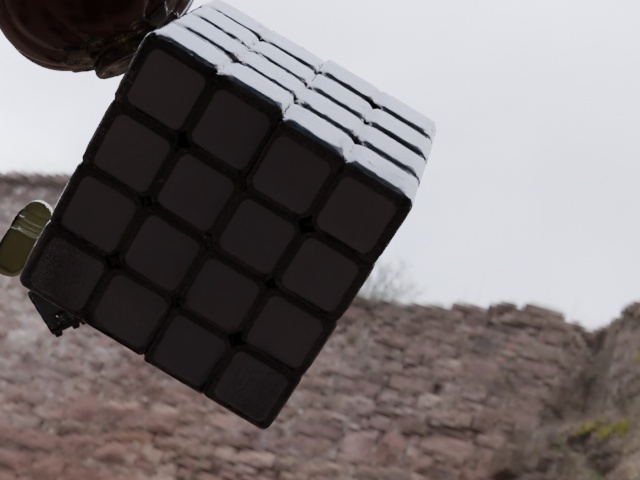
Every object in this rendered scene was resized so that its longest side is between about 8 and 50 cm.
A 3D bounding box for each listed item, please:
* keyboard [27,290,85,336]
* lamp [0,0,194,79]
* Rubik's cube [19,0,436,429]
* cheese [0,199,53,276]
[{"bbox_3d":[-0.265,0.045,1.874,0.106,0.317,0.027,49,-25,38],"label":"keyboard"},{"bbox_3d":[-0.316,-0.365,1.799,0.303,0.303,0.257,-27,-91,54],"label":"lamp"},{"bbox_3d":[-0.095,-0.048,1.516,0.337,0.344,0.343,31,-71,-3],"label":"Rubik's cube"},{"bbox_3d":[-0.461,-0.015,2.060,0.050,0.127,0.255,28,6,-5],"label":"cheese"}]
